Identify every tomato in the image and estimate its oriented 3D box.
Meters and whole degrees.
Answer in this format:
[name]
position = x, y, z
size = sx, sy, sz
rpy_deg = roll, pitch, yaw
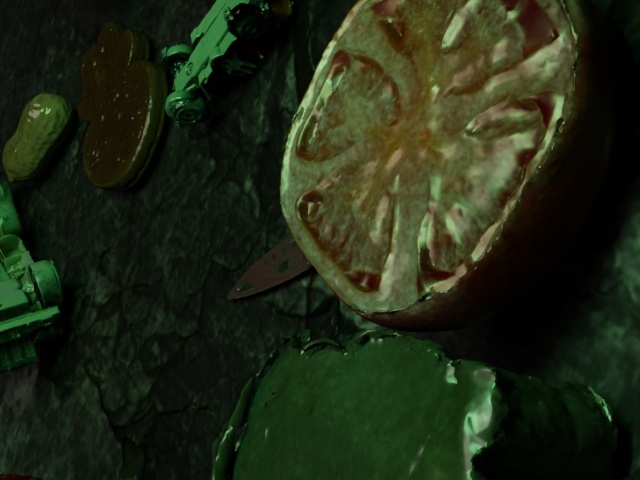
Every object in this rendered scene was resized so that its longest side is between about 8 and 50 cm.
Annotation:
[tomato]
position = 0.085, -0.054, 0.947
size = 0.237, 0.095, 0.236
rpy_deg = -23, 56, 40

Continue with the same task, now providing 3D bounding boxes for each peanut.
[peanut]
position = -0.272, -0.097, 1.532
size = 0.113, 0.054, 0.054
rpy_deg = -51, 40, 35

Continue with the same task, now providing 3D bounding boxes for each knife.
[knife]
position = 0.000, 0.000, 1.123
size = 0.247, 0.018, 0.035
rpy_deg = -27, 57, 49

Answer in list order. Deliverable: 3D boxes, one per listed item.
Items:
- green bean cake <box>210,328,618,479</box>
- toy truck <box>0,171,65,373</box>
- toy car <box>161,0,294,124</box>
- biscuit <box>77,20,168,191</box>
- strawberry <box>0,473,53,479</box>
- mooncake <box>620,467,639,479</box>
[green bean cake]
position = 0.038, 0.181, 0.895
size = 0.241, 0.132, 0.255
rpy_deg = -4, 72, 55
[toy truck]
position = -0.322, 0.047, 1.506
size = 0.259, 0.128, 0.135
rpy_deg = 42, 144, 54
[toy car]
position = -0.077, -0.156, 1.266
size = 0.143, 0.054, 0.073
rpy_deg = -51, 39, 38
[biscuit]
position = -0.175, -0.121, 1.419
size = 0.124, 0.026, 0.175
rpy_deg = -48, 42, 32
[strawberry]
position = -0.267, 0.291, 1.232
size = 0.288, 0.250, 0.238
rpy_deg = -43, 5, 8
[mooncake]
position = 0.222, 0.234, 0.529
size = 0.350, 0.212, 0.381
rpy_deg = -50, 37, 25
